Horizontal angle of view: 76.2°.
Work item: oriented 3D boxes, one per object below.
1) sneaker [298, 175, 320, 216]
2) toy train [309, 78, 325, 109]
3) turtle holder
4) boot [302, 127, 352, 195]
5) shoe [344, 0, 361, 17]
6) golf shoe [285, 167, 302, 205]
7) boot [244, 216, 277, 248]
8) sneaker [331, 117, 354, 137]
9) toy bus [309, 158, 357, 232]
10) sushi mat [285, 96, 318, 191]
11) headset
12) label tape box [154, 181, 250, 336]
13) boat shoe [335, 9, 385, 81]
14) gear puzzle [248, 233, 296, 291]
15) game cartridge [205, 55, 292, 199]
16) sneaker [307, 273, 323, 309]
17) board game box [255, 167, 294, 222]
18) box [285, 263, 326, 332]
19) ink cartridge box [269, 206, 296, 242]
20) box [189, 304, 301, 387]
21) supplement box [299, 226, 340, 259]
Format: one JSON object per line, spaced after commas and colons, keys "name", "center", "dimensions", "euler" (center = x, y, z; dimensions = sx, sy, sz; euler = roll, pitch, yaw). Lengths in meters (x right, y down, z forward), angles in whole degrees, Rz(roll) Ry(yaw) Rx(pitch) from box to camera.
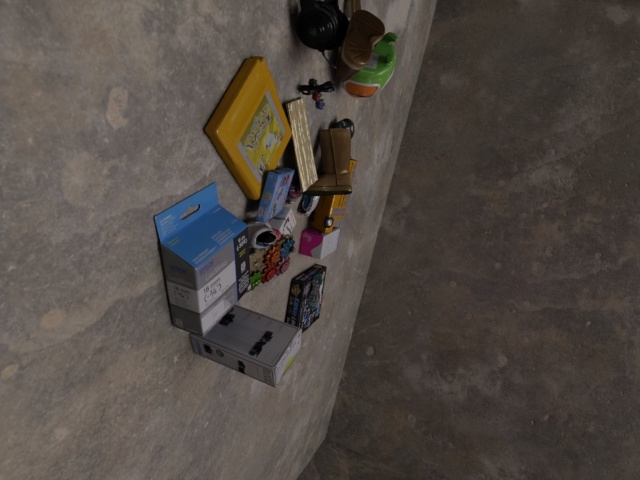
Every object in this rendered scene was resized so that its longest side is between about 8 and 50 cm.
{"name": "sneaker", "center": [-0.034, -0.187, 1.731], "dimensions": [0.191, 0.071, 0.083], "euler": [-62, 165, -12]}
{"name": "toy train", "center": [-0.012, -0.549, 1.551], "dimensions": [0.036, 0.027, 0.158], "euler": [-66, 159, -14]}
{"name": "turtle holder", "center": [0.173, -0.741, 1.685], "dimensions": [0.227, 0.243, 0.321], "euler": [101, -28, -63]}
{"name": "boot", "center": [0.015, -0.319, 1.668], "dimensions": [0.089, 0.235, 0.270], "euler": [137, -50, -73]}
{"name": "shoe", "center": [0.129, -0.984, 1.586], "dimensions": [0.076, 0.058, 0.219], "euler": [-15, 117, -46]}
{"name": "golf shoe", "center": [-0.098, -0.210, 1.541], "dimensions": [0.086, 0.067, 0.186], "euler": [-40, -159, 43]}
{"name": "boot", "center": [-0.192, -0.015, 1.304], "dimensions": [0.258, 0.123, 0.095], "euler": [-19, 122, -68]}
{"name": "sneaker", "center": [0.081, -0.419, 1.860], "dimensions": [0.106, 0.101, 0.268], "euler": [-27, 134, -36]}
{"name": "toy bus", "center": [0.056, -0.205, 1.813], "dimensions": [0.130, 0.108, 0.333], "euler": [-6, 115, -47]}
{"name": "sushi mat", "center": [-0.062, -0.342, 1.464], "dimensions": [0.151, 0.019, 0.317], "euler": [-57, 142, -57]}
{"name": "headset", "center": [-0.014, -0.690, 1.336], "dimensions": [0.243, 0.185, 0.395], "euler": [-49, 134, -59]}
{"name": "label tape box", "center": [-0.295, 0.048, 1.088], "dimensions": [0.241, 0.105, 0.334], "euler": [-50, 149, -53]}
{"name": "boat shoe", "center": [0.120, -0.639, 1.346], "dimensions": [0.123, 0.123, 0.342], "euler": [-45, -158, 50]}
{"name": "gear puzzle", "center": [-0.199, 0.097, 1.409], "dimensions": [0.338, 0.044, 0.176], "euler": [-28, 142, -50]}
{"name": "game cartridge", "center": [-0.189, -0.318, 1.188], "dimensions": [0.324, 0.052, 0.286], "euler": [69, 40, -63]}
{"name": "sneaker", "center": [-0.015, 0.242, 1.905], "dimensions": [0.076, 0.064, 0.167], "euler": [29, 77, -74]}
{"name": "board game box", "center": [-0.147, -0.157, 1.360], "dimensions": [0.211, 0.039, 0.160], "euler": [-50, 160, -73]}
{"name": "box", "center": [-0.069, 0.290, 1.979], "dimensions": [0.293, 0.073, 0.296], "euler": [-30, 131, -65]}
{"name": "ink cartridge box", "center": [-0.148, -0.047, 1.510], "dimensions": [0.099, 0.056, 0.135], "euler": [73, 38, -57]}
{"name": "box", "center": [-0.219, 0.300, 1.217], "dimensions": [0.169, 0.289, 0.087], "euler": [-53, 152, -49]}
{"name": "supplement box", "center": [0.000, 0.000, 1.887], "dimensions": [0.220, 0.111, 0.114], "euler": [-31, 134, -64]}
